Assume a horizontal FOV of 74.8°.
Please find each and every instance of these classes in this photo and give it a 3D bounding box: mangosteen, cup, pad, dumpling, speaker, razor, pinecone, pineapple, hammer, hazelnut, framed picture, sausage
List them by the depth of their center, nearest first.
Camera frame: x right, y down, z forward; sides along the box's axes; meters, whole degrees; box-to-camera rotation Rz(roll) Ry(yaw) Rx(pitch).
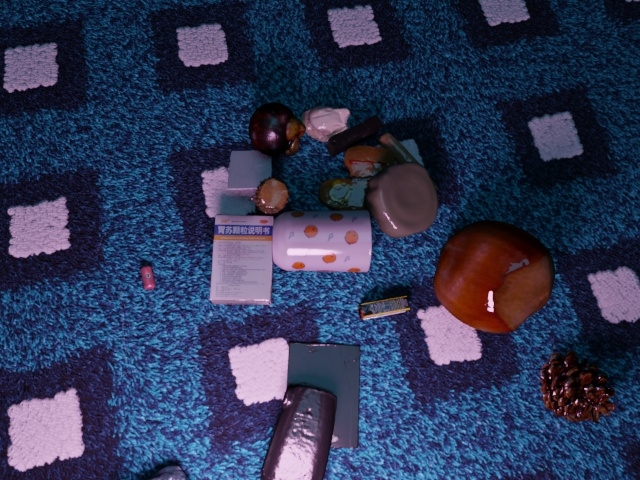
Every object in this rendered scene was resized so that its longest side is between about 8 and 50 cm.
[{"bbox_3d":[-0.062,0.619,1.285,0.189,0.107,0.326,15,74,0],"label":"razor"},{"bbox_3d":[0.832,0.479,1.347,0.222,0.221,0.221,1,75,-4],"label":"pinecone"},{"bbox_3d":[0.562,0.118,1.372,0.366,0.366,0.365,1,75,-4],"label":"hazelnut"},{"bbox_3d":[0.008,0.507,1.381,0.244,0.013,0.323,4,75,-3],"label":"framed picture"},{"bbox_3d":[0.000,0.000,1.417,0.318,0.212,0.212,1,75,-3],"label":"cup"},{"bbox_3d":[-0.180,-0.137,1.424,0.125,0.251,0.125,2,83,-14],"label":"pineapple"},{"bbox_3d":[-0.589,0.126,1.428,0.043,0.043,0.083,-13,77,-7],"label":"hammer"},{"bbox_3d":[-0.256,-0.260,1.522,0.157,0.004,0.232,-1,47,-5],"label":"pad"},{"bbox_3d":[-0.162,-0.402,1.523,0.210,0.210,0.209,1,75,-4],"label":"mangosteen"},{"bbox_3d":[0.019,-0.446,1.595,0.199,0.118,0.136,-3,89,23],"label":"dumpling"},{"bbox_3d":[0.334,-0.293,1.598,0.066,0.066,0.301,-36,82,-12],"label":"sausage"},{"bbox_3d":[0.129,-0.400,1.601,0.218,0.082,0.044,-31,79,-12],"label":"speaker"}]

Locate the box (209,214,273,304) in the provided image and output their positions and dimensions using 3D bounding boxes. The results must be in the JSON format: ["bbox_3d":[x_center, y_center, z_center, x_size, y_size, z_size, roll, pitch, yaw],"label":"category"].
[{"bbox_3d":[-0.263,0.067,1.435,0.200,0.106,0.299,1,73,-4],"label":"box"}]

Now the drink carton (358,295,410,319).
[{"bbox_3d":[0.217,0.233,1.440,0.166,0.071,0.056,-10,73,-5],"label":"drink carton"}]

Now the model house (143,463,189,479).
[{"bbox_3d":[-0.442,0.786,1.135,0.184,0.291,0.253,-34,80,-7],"label":"model house"}]

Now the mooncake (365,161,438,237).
[{"bbox_3d":[0.286,-0.142,1.483,0.275,0.135,0.274,2,85,-23],"label":"mooncake"}]

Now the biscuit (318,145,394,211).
[{"bbox_3d":[0.137,-0.232,1.555,0.262,0.052,0.276,12,81,-2],"label":"biscuit"}]
